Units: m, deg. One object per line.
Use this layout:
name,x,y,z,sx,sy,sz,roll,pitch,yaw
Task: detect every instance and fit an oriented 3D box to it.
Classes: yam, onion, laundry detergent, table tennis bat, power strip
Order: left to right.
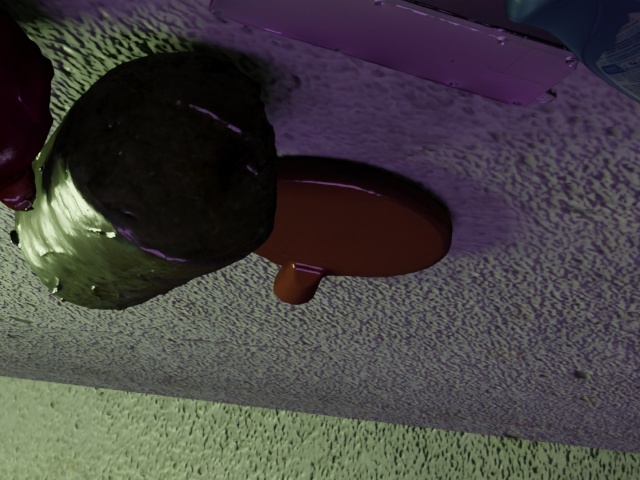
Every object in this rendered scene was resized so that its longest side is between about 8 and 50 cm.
onion,-0.270,-0.101,1.024,0.135,0.173,0.198,-19,138,21
yam,-0.158,-0.046,1.132,0.195,0.195,0.300,17,162,-22
table tennis bat,0.000,0.000,1.423,0.268,0.051,0.415,12,161,-5
power strip,0.055,-0.160,0.900,0.279,0.037,0.109,14,162,-15
laundry detergent,0.188,-0.152,0.819,0.206,0.061,0.096,23,160,-36
